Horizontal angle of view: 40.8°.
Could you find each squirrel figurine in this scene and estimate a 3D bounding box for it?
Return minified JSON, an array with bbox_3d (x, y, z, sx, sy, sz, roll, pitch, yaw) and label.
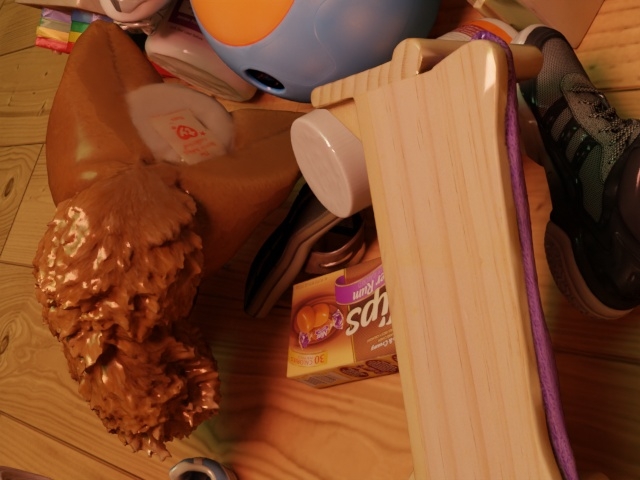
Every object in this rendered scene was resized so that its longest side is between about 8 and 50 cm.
[{"bbox_3d":[-0.206,0.035,0.956,0.397,0.281,0.370,-80,14,-47],"label":"squirrel figurine"}]

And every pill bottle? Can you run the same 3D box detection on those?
[{"bbox_3d":[-0.110,-0.361,1.199,0.169,0.169,0.301,21,85,50],"label":"pill bottle"},{"bbox_3d":[0.091,-0.114,0.808,0.221,0.121,0.121,-29,37,-18],"label":"pill bottle"}]

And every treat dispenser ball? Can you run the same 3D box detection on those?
[{"bbox_3d":[-0.005,-0.299,0.959,0.288,0.288,0.288,-24,53,37],"label":"treat dispenser ball"}]

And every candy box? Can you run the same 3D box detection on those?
[{"bbox_3d":[0.051,0.080,0.877,0.186,0.053,0.109,-20,56,41],"label":"candy box"}]

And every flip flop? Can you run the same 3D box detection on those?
[{"bbox_3d":[0.000,0.000,0.958,0.277,0.080,0.112,-52,19,37],"label":"flip flop"}]

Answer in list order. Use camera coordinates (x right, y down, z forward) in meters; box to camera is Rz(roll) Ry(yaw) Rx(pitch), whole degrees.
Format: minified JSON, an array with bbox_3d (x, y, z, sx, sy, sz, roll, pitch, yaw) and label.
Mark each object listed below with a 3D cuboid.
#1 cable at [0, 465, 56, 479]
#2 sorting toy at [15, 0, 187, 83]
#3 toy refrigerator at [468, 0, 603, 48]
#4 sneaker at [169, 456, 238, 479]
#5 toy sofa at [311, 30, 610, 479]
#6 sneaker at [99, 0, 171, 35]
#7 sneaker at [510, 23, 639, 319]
[{"bbox_3d":[-0.299,0.330,0.957,0.089,0.257,0.257,-64,23,-10],"label":"cable"},{"bbox_3d":[-0.312,-0.312,1.334,0.257,0.255,0.089,22,101,50],"label":"sorting toy"},{"bbox_3d":[0.151,-0.282,0.797,0.102,0.269,0.094,30,93,49],"label":"toy refrigerator"},{"bbox_3d":[-0.115,0.336,0.889,0.085,0.086,0.237,-39,47,24],"label":"sneaker"},{"bbox_3d":[0.127,0.037,0.633,0.177,0.150,0.363,-10,89,48],"label":"toy sofa"},{"bbox_3d":[-0.216,-0.305,1.057,0.297,0.111,0.129,-95,18,-63],"label":"sneaker"},{"bbox_3d":[0.240,-0.082,0.688,0.153,0.101,0.269,-38,55,52],"label":"sneaker"}]
